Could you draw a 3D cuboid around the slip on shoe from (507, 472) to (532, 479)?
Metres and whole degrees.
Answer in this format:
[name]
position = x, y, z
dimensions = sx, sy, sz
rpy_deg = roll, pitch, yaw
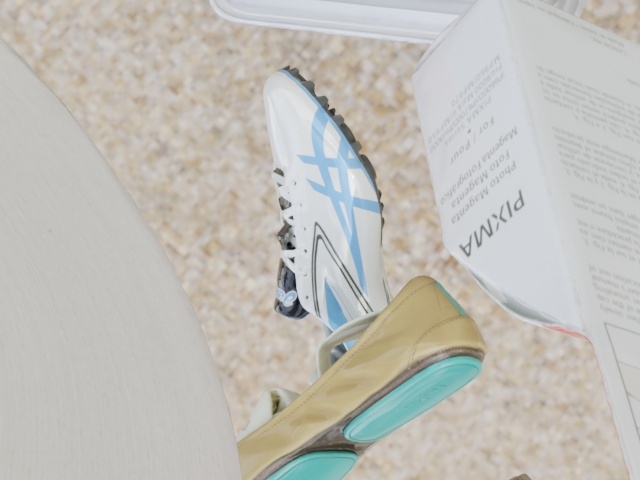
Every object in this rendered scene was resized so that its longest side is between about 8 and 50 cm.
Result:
[slip on shoe]
position = 0.209, 0.257, 1.371
dimensions = 0.135, 0.041, 0.051
rpy_deg = 37, 152, 41

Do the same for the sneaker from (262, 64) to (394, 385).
[sneaker]
position = 0.000, 0.000, 1.047
dimensions = 0.085, 0.086, 0.237
rpy_deg = 31, 141, 66

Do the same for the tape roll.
[tape roll]
position = -0.188, 0.030, 0.376
dimensions = 0.392, 0.392, 0.072
rpy_deg = 43, 121, -8

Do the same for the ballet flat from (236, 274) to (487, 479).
[ballet flat]
position = 0.005, 0.106, 0.957
dimensions = 0.080, 0.232, 0.073
rpy_deg = 20, -143, -52

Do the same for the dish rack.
[dish rack]
position = 0.084, -0.288, 1.388
dimensions = 0.333, 0.285, 0.072
rpy_deg = 8, 136, 18

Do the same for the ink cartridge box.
[ink cartridge box]
position = 0.132, 0.036, 0.493
dimensions = 0.189, 0.232, 0.066
rpy_deg = 19, 136, -26
